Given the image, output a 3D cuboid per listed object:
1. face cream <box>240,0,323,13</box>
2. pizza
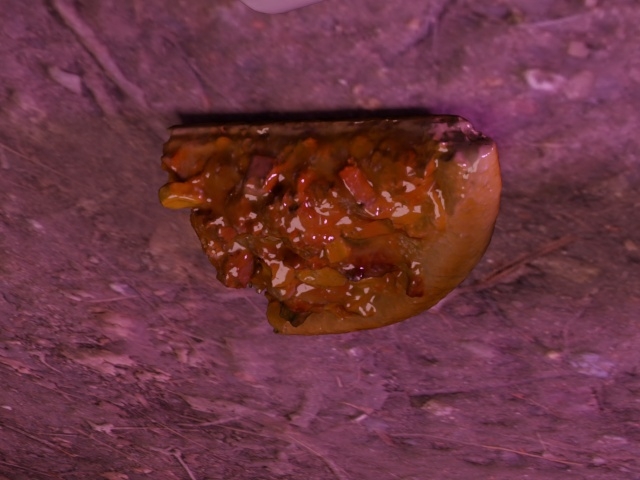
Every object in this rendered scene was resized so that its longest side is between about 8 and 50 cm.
[{"bbox_3d":[0.087,-0.177,0.470,0.311,0.092,0.092,-6,144,36],"label":"face cream"},{"bbox_3d":[0.034,0.005,0.830,0.268,0.087,0.258,-1,149,25],"label":"pizza"}]
